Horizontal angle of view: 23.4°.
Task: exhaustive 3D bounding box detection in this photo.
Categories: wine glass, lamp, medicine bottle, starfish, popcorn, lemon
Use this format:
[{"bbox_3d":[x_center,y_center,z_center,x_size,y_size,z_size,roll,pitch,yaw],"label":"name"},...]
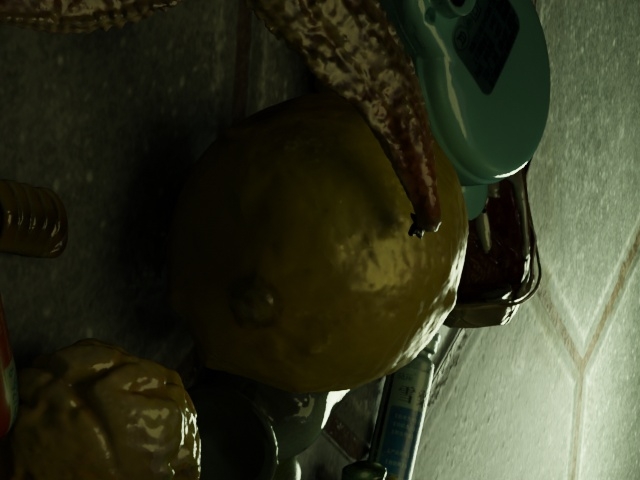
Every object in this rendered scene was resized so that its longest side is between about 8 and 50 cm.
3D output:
[{"bbox_3d":[-0.036,0.130,1.297,0.231,0.103,0.103,-31,124,-63],"label":"wine glass"},{"bbox_3d":[0.121,-0.172,1.392,0.284,0.147,0.209,75,31,-47],"label":"lamp"},{"bbox_3d":[0.085,0.186,1.629,0.051,0.051,0.191,42,59,-60],"label":"medicine bottle"},{"bbox_3d":[-0.043,-0.200,1.060,0.384,0.132,0.398,33,43,-23],"label":"starfish"},{"bbox_3d":[-0.149,0.139,1.022,0.148,0.152,0.167,-7,129,-37],"label":"popcorn"},{"bbox_3d":[0.000,0.000,1.194,0.288,0.233,0.233,-54,143,-62],"label":"lemon"}]

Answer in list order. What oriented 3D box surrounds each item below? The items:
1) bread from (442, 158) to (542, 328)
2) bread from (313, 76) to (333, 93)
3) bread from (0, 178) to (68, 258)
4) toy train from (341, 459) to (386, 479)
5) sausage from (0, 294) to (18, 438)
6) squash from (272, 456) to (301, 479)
[{"bbox_3d":[0.149,-0.031,1.583,0.212,0.142,0.224,83,2,-52],"label":"bread"},{"bbox_3d":[0.036,-0.144,1.449,0.088,0.049,0.226,-68,150,-30],"label":"bread"},{"bbox_3d":[-0.194,-0.015,1.005,0.088,0.033,0.049,20,71,-64],"label":"bread"},{"bbox_3d":[0.075,0.356,1.499,0.116,0.177,0.285,-22,115,-63],"label":"toy train"},{"bbox_3d":[-0.223,0.026,0.898,0.083,0.083,0.264,-47,138,-52],"label":"sausage"},{"bbox_3d":[-0.082,0.223,1.267,0.229,0.066,0.066,-22,115,-62],"label":"squash"}]
